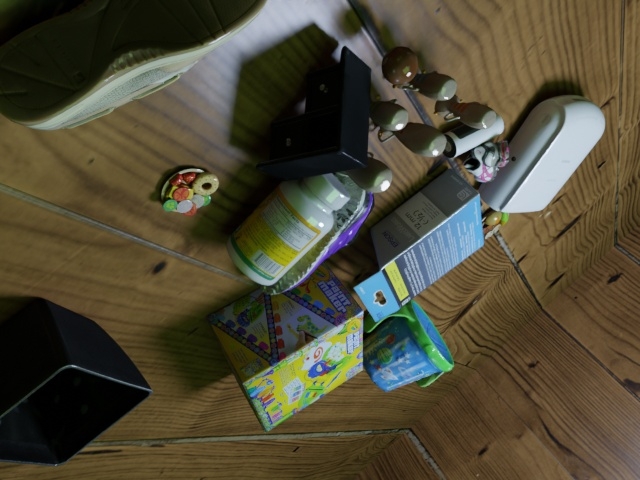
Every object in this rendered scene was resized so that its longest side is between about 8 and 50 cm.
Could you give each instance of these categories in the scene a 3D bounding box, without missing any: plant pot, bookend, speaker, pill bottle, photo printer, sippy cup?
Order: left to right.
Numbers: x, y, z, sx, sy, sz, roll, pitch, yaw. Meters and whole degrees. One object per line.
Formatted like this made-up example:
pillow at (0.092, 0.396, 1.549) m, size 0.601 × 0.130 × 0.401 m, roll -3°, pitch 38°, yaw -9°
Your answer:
plant pot at (-0.404, 0.202, 0.739) m, size 0.187 × 0.167 × 0.188 m, roll -38°, pitch 146°, yaw -1°
pill bottle at (-0.052, -0.031, 0.837) m, size 0.208 × 0.118 × 0.117 m, roll -44°, pitch 147°, yaw 16°
bookend at (-0.010, -0.182, 0.737) m, size 0.072 × 0.156 × 0.157 m, roll 18°, pitch 73°, yaw -52°
sippy cup at (0.245, 0.332, 1.488) m, size 0.224 × 0.306 × 0.240 m, roll -34°, pitch 177°, yaw 13°
speaker at (0.320, -0.224, 1.040) m, size 0.136 × 0.055 × 0.055 m, roll -27°, pitch 145°, yaw -18°
photo printer at (0.568, -0.217, 1.241) m, size 0.255 × 0.107 × 0.308 m, roll -5°, pitch 133°, yaw -41°

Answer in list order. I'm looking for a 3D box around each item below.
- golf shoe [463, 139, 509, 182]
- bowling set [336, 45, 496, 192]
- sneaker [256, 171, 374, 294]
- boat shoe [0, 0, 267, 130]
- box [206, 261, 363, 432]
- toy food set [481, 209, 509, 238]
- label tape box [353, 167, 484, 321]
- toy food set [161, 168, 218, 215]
golf shoe at (0.366, -0.180, 1.122) m, size 0.085 × 0.068 × 0.186 m, roll -2°, pitch 168°, yaw 7°
bowling set at (0.133, -0.232, 0.805) m, size 0.286 × 0.154 × 0.200 m, roll -29°, pitch 127°, yaw -13°
sneaker at (0.001, 0.000, 0.957) m, size 0.293 × 0.102 × 0.146 m, roll -44°, pitch 160°, yaw 16°
boat shoe at (-0.195, -0.212, 0.530) m, size 0.302 × 0.109 × 0.098 m, roll -34°, pitch -174°, yaw -9°
box at (-0.063, 0.238, 1.102) m, size 0.279 × 0.177 × 0.290 m, roll -27°, pitch 144°, yaw -17°
toy food set at (0.495, -0.039, 1.440) m, size 0.192 × 0.038 × 0.132 m, roll -35°, pitch 147°, yaw -6°
label tape box at (0.223, 0.024, 1.190) m, size 0.347 × 0.115 × 0.249 m, roll -36°, pitch 146°, yaw -1°
toy food set at (-0.200, -0.073, 0.746) m, size 0.083 × 0.020 × 0.083 m, roll 4°, pitch 128°, yaw -47°
